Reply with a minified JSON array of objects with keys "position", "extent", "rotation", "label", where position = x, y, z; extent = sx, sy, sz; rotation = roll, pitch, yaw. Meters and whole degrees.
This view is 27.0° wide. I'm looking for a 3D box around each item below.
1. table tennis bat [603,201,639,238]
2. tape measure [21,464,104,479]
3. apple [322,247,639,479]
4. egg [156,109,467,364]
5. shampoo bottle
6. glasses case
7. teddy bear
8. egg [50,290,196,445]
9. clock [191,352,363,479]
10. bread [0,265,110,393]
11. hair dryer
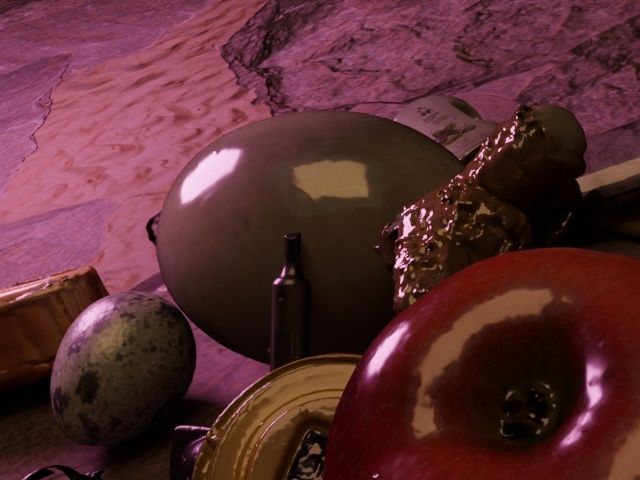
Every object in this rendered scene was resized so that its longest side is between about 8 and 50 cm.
[{"position":[0.411,-0.113,1.482],"extent":[0.224,0.054,0.368],"rotation":[-5,35,27],"label":"table tennis bat"},{"position":[-0.242,0.230,1.131],"extent":[0.107,0.180,0.104],"rotation":[-12,45,10],"label":"tape measure"},{"position":[0.159,0.170,0.843],"extent":[0.348,0.277,0.348],"rotation":[-18,44,18],"label":"apple"},{"position":[0.000,0.000,1.300],"extent":[0.352,0.258,0.258],"rotation":[7,37,35],"label":"egg"},{"position":[0.157,-0.117,1.588],"extent":[0.118,0.087,0.234],"rotation":[-14,26,-17],"label":"shampoo bottle"},{"position":[0.223,-0.044,1.415],"extent":[0.299,0.060,0.114],"rotation":[-19,30,12],"label":"glasses case"},{"position":[0.164,0.055,1.116],"extent":[0.156,0.256,0.267],"rotation":[-12,36,54],"label":"teddy bear"},{"position":[-0.197,0.128,1.317],"extent":[0.132,0.132,0.172],"rotation":[4,45,35],"label":"egg"},{"position":[0.008,0.191,1.039],"extent":[0.237,0.057,0.237],"rotation":[-3,65,7],"label":"clock"},{"position":[-0.348,0.107,1.455],"extent":[0.241,0.107,0.136],"rotation":[-16,8,4],"label":"bread"},{"position":[-0.048,0.116,1.166],"extent":[0.195,0.248,0.078],"rotation":[0,-6,30],"label":"hair dryer"}]
